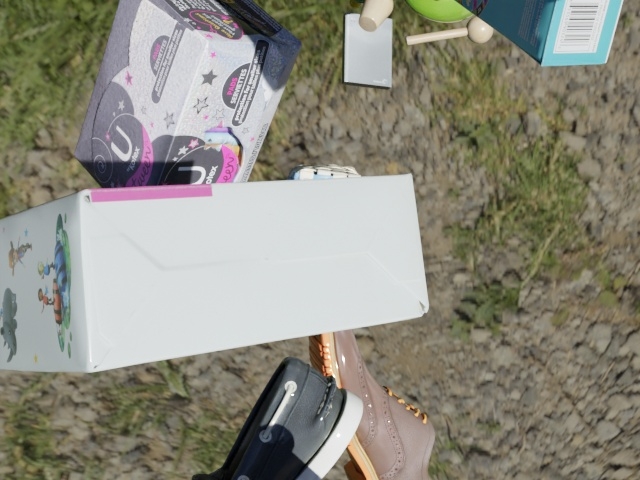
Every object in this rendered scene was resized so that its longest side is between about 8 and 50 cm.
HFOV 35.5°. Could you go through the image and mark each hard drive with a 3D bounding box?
[{"bbox_3d":[0.087,-0.353,1.868,0.094,0.022,0.135,4,81,-18],"label":"hard drive"}]

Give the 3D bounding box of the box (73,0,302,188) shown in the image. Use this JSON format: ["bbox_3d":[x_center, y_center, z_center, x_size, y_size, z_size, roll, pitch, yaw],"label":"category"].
[{"bbox_3d":[-0.156,-0.154,1.129,0.163,0.142,0.247,45,126,31],"label":"box"}]

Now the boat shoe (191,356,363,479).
[{"bbox_3d":[-0.084,0.247,0.953,0.091,0.114,0.302,37,86,-11],"label":"boat shoe"}]

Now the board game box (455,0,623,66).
[{"bbox_3d":[0.200,-0.360,1.019,0.079,0.253,0.336,-5,33,-20],"label":"board game box"}]

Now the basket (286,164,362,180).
[{"bbox_3d":[0.000,0.000,1.920,0.201,0.255,0.288,-1,97,-4],"label":"basket"}]

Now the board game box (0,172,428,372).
[{"bbox_3d":[-0.113,0.026,0.667,0.224,0.303,0.097,-4,86,-36],"label":"board game box"}]

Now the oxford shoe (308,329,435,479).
[{"bbox_3d":[0.078,0.244,1.397,0.133,0.130,0.363,-21,109,-7],"label":"oxford shoe"}]

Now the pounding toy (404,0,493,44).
[{"bbox_3d":[0.245,-0.497,1.899,0.183,0.110,0.236,-1,72,-6],"label":"pounding toy"}]

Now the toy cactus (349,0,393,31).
[{"bbox_3d":[0.112,-0.418,1.695,0.219,0.112,0.180,12,56,26],"label":"toy cactus"}]
